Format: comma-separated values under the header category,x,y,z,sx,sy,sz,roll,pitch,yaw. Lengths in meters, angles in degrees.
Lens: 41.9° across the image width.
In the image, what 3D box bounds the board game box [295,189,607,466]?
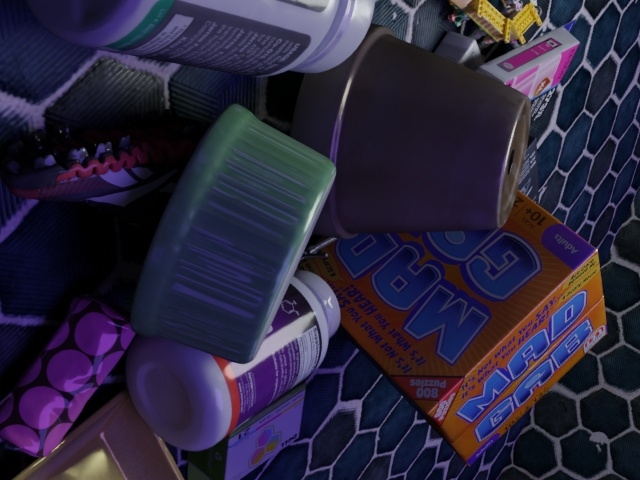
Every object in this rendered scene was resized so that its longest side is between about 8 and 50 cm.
category,x,y,z,sx,sy,sz,roll,pitch,yaw
board game box,0.234,0.107,1.460,0.356,0.356,0.356,-43,147,-5

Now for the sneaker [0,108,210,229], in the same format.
category,x,y,z,sx,sy,sz,roll,pitch,yaw
sneaker,-0.234,-0.067,0.955,0.276,0.097,0.135,-19,127,-50

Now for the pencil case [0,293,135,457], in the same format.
category,x,y,z,sx,sy,sz,roll,pitch,yaw
pencil case,-0.317,0.161,1.028,0.098,0.095,0.209,39,76,-21

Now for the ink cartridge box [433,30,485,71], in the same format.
category,x,y,z,sx,sy,sz,roll,pitch,yaw
ink cartridge box,0.235,-0.200,1.571,0.261,0.066,0.296,-57,148,-7

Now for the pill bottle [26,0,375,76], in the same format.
category,x,y,z,sx,sy,sz,roll,pitch,yaw
pill bottle,-0.107,-0.280,0.873,0.361,0.204,0.204,-3,116,-55

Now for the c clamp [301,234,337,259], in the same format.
category,x,y,z,sx,sy,sz,roll,pitch,yaw
c clamp,0.000,0.000,1.325,0.160,0.137,0.022,-32,115,-48

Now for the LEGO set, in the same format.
category,x,y,z,sx,sy,sz,roll,pitch,yaw
LEGO set,0.291,-0.399,1.504,0.287,0.107,0.132,-17,93,-44

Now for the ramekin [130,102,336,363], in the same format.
category,x,y,z,sx,sy,sz,roll,pitch,yaw
ramekin,-0.097,0.001,1.020,0.303,0.148,0.303,-156,-90,-90

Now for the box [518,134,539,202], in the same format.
category,x,y,z,sx,sy,sz,roll,pitch,yaw
box,0.388,-0.124,1.814,0.153,0.108,0.207,-49,147,-21

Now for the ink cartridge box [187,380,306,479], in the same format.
category,x,y,z,sx,sy,sz,roll,pitch,yaw
ink cartridge box,-0.130,0.359,1.443,0.189,0.097,0.255,-26,133,-44

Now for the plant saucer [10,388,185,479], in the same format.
category,x,y,z,sx,sy,sz,roll,pitch,yaw
plant saucer,-0.304,0.421,1.101,0.333,0.081,0.333,-39,108,-52

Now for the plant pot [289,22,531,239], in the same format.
category,x,y,z,sx,sy,sz,roll,pitch,yaw
plant pot,0.143,-0.139,1.204,0.323,0.280,0.323,12,90,-70

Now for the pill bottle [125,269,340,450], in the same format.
category,x,y,z,sx,sy,sz,roll,pitch,yaw
pill bottle,-0.112,0.155,1.219,0.323,0.181,0.181,-29,136,-49

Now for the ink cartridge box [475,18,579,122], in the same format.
category,x,y,z,sx,sy,sz,roll,pitch,yaw
ink cartridge box,0.378,-0.286,1.563,0.371,0.069,0.176,-34,153,-42
